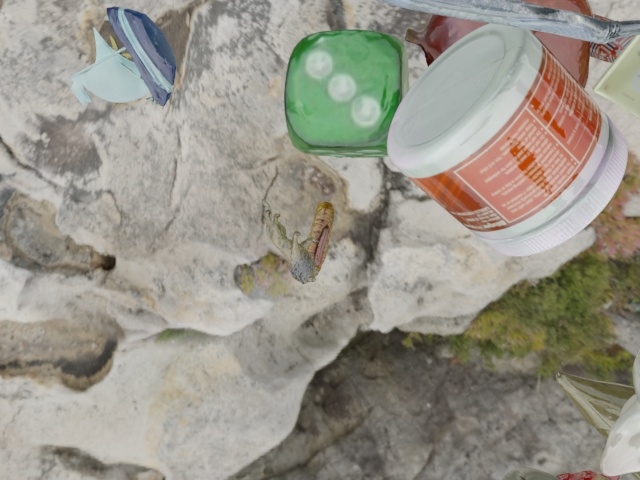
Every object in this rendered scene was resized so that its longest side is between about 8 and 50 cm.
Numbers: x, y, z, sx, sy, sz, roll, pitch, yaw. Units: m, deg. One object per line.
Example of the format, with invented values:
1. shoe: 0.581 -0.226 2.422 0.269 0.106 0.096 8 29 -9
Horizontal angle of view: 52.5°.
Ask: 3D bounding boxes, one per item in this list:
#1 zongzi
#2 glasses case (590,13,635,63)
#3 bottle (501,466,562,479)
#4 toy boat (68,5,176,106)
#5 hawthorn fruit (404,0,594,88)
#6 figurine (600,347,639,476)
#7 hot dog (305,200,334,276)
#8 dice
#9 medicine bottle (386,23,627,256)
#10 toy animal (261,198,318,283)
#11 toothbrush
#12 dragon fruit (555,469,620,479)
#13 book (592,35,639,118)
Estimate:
1. zongzi: 0.866 0.356 1.441 0.467 0.218 0.500 45 114 -8
2. glasses case: 0.538 -0.399 1.263 0.073 0.194 0.049 -49 139 1
3. bottle: 0.137 0.318 0.533 0.120 0.120 0.253 22 108 -20
4. toy boat: -0.445 -0.362 1.390 0.291 0.067 0.221 -17 115 29
5. hawthorn fruit: 0.336 -0.352 1.156 0.311 0.295 0.295 0 115 -37
6. figurine: 0.297 0.086 0.453 0.155 0.127 0.236 16 115 19
7. hot dog: 0.000 0.000 1.763 0.066 0.047 0.216 23 80 -41
8. dice: 0.081 -0.373 1.720 0.299 0.287 0.297 1 90 14
9. medicine bottle: 0.258 -0.142 0.926 0.240 0.252 0.252 37 100 -22
10. toy animal: -0.067 -0.005 1.451 0.086 0.069 0.220 -34 83 14
11. toothbrush: 0.248 -0.227 0.672 0.413 0.035 0.042 8 74 -5
12. dragon fruit: 0.425 0.469 1.047 0.261 0.189 0.163 -32 86 6
13. book: 0.379 -0.176 0.738 0.110 0.014 0.077 27 121 -9
